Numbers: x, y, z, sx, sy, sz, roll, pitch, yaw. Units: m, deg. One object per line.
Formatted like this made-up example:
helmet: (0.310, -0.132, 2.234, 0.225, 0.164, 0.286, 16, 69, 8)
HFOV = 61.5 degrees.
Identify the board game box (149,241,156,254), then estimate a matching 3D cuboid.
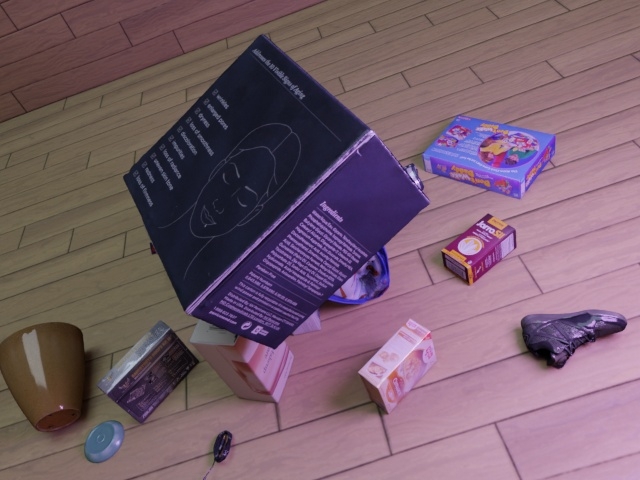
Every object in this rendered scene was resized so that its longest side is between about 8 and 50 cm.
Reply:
board game box: (-0.365, -0.011, 1.806, 0.347, 0.056, 0.208, -9, 1, 14)

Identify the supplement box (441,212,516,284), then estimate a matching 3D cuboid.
supplement box: (0.445, 0.023, 1.509, 0.188, 0.080, 0.104, -37, 46, -14)

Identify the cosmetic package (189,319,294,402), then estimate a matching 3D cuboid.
cosmetic package: (-0.188, 0.276, 1.368, 0.129, 0.296, 0.153, 1, 51, 22)

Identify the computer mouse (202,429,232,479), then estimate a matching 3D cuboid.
computer mouse: (-0.269, 0.577, 1.305, 0.071, 0.041, 0.242, -11, 38, 36)

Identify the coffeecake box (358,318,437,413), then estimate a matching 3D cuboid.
coffeecake box: (0.190, 0.304, 1.299, 0.185, 0.142, 0.068, -42, 48, -19)

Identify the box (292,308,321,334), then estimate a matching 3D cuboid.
box: (-0.054, 0.196, 1.529, 0.087, 0.102, 0.101, -14, 46, 11)

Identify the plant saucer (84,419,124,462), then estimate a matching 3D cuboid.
plant saucer: (-0.596, 0.544, 1.470, 0.119, 0.021, 0.119, -11, 46, 11)

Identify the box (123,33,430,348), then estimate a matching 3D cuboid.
box: (-0.116, -0.114, 1.187, 0.472, 0.297, 0.480, -45, 50, 8)

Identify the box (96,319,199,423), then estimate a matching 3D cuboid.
box: (-0.466, 0.362, 1.477, 0.056, 0.183, 0.231, 23, 60, 36)

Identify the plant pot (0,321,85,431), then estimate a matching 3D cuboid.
plant pot: (-0.782, 0.406, 1.553, 0.237, 0.237, 0.254, -29, 58, -7)

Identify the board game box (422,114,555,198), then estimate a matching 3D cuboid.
board game box: (0.546, -0.283, 1.763, 0.347, 0.078, 0.233, 25, 61, 37)

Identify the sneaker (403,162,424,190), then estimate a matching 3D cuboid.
sneaker: (0.226, -0.218, 1.811, 0.153, 0.099, 0.282, -37, 52, -7)

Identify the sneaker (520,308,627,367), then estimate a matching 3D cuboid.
sneaker: (0.592, 0.232, 1.252, 0.228, 0.087, 0.130, -8, 48, 19)

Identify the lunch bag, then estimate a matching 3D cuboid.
lunch bag: (0.000, 0.000, 1.502, 0.239, 0.385, 0.328, -51, 49, 9)
